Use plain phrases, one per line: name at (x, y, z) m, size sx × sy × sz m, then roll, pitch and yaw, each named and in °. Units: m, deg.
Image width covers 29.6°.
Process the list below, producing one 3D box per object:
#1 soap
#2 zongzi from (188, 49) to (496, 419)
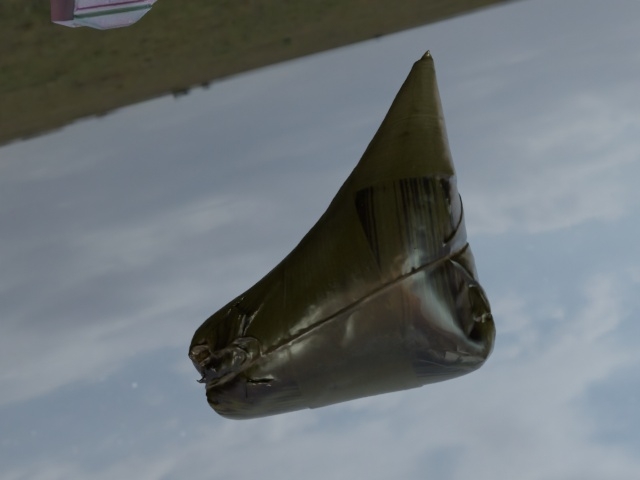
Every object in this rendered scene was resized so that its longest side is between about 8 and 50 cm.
soap at (-0.252, -0.299, 1.410) m, size 0.056 × 0.100 × 0.149 m, roll 12°, pitch -158°, yaw 33°
zongzi at (0.000, 0.000, 1.101) m, size 0.273 × 0.300 × 0.145 m, roll -11°, pitch -175°, yaw 0°
